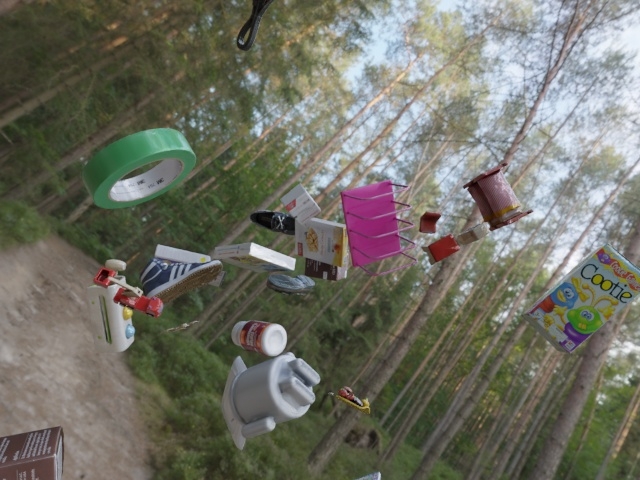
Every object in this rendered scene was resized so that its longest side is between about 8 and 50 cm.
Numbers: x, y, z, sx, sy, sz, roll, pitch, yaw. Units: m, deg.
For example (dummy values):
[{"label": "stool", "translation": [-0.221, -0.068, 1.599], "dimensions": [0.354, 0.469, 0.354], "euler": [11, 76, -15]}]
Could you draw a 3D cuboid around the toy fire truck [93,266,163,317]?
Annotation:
[{"label": "toy fire truck", "translation": [-0.551, 0.156, 1.282], "dimensions": [0.191, 0.047, 0.135], "euler": [23, -34, -8]}]

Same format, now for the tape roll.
[{"label": "tape roll", "translation": [-0.535, -0.209, 1.323], "dimensions": [0.077, 0.321, 0.321], "euler": [58, -21, 5]}]

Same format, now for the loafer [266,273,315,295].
[{"label": "loafer", "translation": [-0.122, 0.193, 1.769], "dimensions": [0.096, 0.084, 0.267], "euler": [38, 18, 32]}]

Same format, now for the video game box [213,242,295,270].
[{"label": "video game box", "translation": [-0.219, 0.061, 1.474], "dimensions": [0.187, 0.048, 0.205], "euler": [-4, -19, 40]}]

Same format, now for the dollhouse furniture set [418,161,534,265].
[{"label": "dollhouse furniture set", "translation": [0.514, -0.092, 1.541], "dimensions": [0.201, 0.373, 0.152], "euler": [62, -12, 5]}]

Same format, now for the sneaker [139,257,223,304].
[{"label": "sneaker", "translation": [-0.502, 0.109, 1.573], "dimensions": [0.153, 0.282, 0.099], "euler": [49, -25, 30]}]

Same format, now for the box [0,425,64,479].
[{"label": "box", "translation": [-0.796, 0.549, 0.982], "dimensions": [0.191, 0.380, 0.143], "euler": [-2, -92, 64]}]

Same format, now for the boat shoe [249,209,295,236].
[{"label": "boat shoe", "translation": [-0.182, -0.083, 1.988], "dimensions": [0.301, 0.108, 0.102], "euler": [16, 8, 26]}]

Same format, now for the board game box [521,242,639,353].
[{"label": "board game box", "translation": [0.712, 0.160, 1.204], "dimensions": [0.142, 0.275, 0.144], "euler": [48, 5, 19]}]

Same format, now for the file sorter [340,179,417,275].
[{"label": "file sorter", "translation": [0.218, -0.045, 1.575], "dimensions": [0.182, 0.201, 0.291], "euler": [-147, -136, -67]}]

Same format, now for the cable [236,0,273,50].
[{"label": "cable", "translation": [-0.190, -0.760, 1.449], "dimensions": [0.139, 0.072, 0.288], "euler": [32, -59, 24]}]

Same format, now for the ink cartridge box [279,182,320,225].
[{"label": "ink cartridge box", "translation": [-0.074, -0.133, 1.649], "dimensions": [0.056, 0.099, 0.135], "euler": [56, 4, 38]}]

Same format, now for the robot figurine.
[{"label": "robot figurine", "translation": [-0.169, 0.506, 1.464], "dimensions": [0.353, 0.300, 0.200], "euler": [-28, -69, 32]}]

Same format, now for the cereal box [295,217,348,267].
[{"label": "cereal box", "translation": [0.000, 0.000, 1.828], "dimensions": [0.240, 0.047, 0.173], "euler": [13, -67, 31]}]

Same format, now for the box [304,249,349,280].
[{"label": "box", "translation": [0.038, 0.128, 2.537], "dimensions": [0.203, 0.169, 0.167], "euler": [7, 6, 24]}]

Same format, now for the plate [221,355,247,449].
[{"label": "plate", "translation": [-0.352, 0.673, 1.849], "dimensions": [0.045, 0.278, 0.278], "euler": [10, 14, -31]}]

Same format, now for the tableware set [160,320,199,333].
[{"label": "tableware set", "translation": [-0.671, 0.418, 2.109], "dimensions": [0.168, 0.141, 0.020], "euler": [14, 56, -75]}]

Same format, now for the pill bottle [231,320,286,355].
[{"label": "pill bottle", "translation": [-0.245, 0.377, 1.725], "dimensions": [0.221, 0.121, 0.121], "euler": [-3, -50, 44]}]

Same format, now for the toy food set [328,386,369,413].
[{"label": "toy food set", "translation": [0.147, 0.751, 2.119], "dimensions": [0.217, 0.071, 0.128], "euler": [25, -20, 11]}]

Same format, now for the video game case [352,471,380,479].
[{"label": "video game case", "translation": [0.132, 0.814, 1.410], "dimensions": [0.015, 0.119, 0.166], "euler": [64, 14, -2]}]

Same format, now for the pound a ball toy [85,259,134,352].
[{"label": "pound a ball toy", "translation": [-0.805, 0.253, 1.759], "dimensions": [0.208, 0.135, 0.320], "euler": [-89, 178, -75]}]

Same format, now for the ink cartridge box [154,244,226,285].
[{"label": "ink cartridge box", "translation": [-0.589, 0.120, 2.009], "dimensions": [0.306, 0.072, 0.303], "euler": [13, -22, -14]}]
